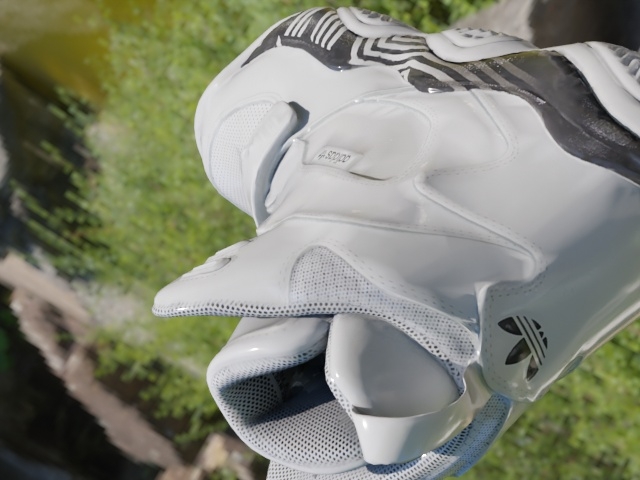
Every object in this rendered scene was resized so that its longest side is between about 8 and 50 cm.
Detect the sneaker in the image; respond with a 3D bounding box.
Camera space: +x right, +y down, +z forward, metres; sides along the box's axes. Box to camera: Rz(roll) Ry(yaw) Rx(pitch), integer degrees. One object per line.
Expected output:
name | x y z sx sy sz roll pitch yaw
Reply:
sneaker | 0.000 0.000 0.720 0.366 0.210 0.137 13 135 54
